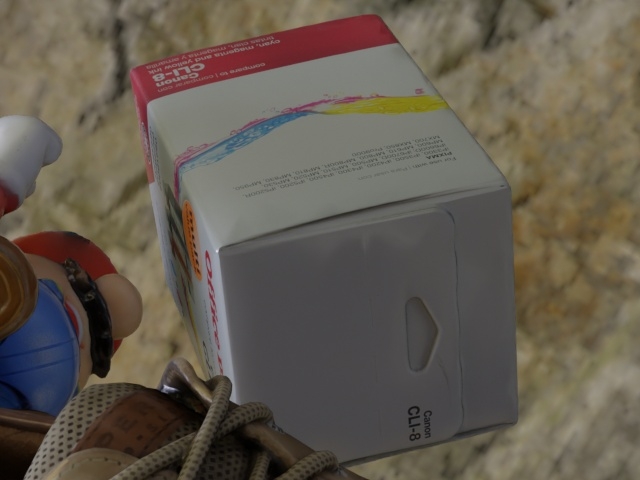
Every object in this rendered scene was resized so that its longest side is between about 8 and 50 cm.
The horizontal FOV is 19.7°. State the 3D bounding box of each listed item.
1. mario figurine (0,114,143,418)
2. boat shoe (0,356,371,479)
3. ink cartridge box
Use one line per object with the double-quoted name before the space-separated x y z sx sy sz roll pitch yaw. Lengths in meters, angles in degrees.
"mario figurine" -0.146 0.047 0.988 0.170 0.198 0.320 24 -178 -7
"boat shoe" -0.044 0.097 0.492 0.324 0.116 0.123 0 -160 23
"ink cartridge box" 0.000 0.000 0.823 0.127 0.128 0.176 -13 -148 -11
